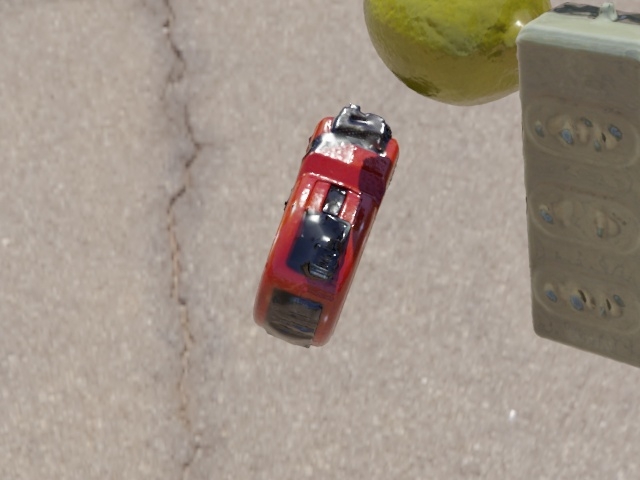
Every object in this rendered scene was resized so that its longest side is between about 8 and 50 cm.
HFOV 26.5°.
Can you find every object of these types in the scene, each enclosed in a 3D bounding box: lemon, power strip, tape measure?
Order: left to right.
[{"bbox_3d":[0.000,0.000,1.673,0.114,0.253,0.260,20,61,3],"label":"tape measure"},{"bbox_3d":[0.137,-0.236,1.419,0.184,0.184,0.248,-28,46,-25],"label":"lemon"},{"bbox_3d":[0.194,-0.038,0.921,0.105,0.256,0.070,15,35,37],"label":"power strip"}]
